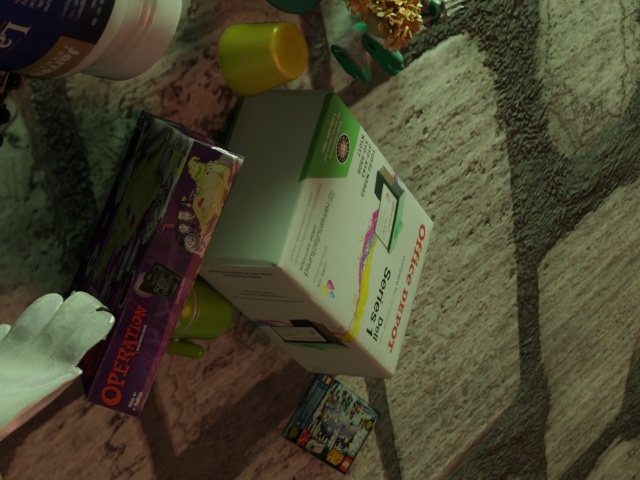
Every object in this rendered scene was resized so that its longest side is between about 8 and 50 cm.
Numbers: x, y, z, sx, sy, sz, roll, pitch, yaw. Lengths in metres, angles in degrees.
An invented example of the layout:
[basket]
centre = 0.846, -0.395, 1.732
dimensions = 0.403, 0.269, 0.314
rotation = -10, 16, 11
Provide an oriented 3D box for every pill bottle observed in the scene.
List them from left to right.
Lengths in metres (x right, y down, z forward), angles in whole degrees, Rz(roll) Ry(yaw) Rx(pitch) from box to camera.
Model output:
[pill bottle]
centre = -0.240, -0.206, 1.023
dimensions = 0.264, 0.153, 0.153
rotation = 8, 103, -51

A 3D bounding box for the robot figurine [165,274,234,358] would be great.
[robot figurine]
centre = -0.135, 0.067, 1.374
dimensions = 0.115, 0.067, 0.101
rotation = 10, 93, -53

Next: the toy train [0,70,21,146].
[toy train]
centre = -0.284, -0.102, 1.136
dimensions = 0.036, 0.027, 0.158
rotation = 13, 101, -42

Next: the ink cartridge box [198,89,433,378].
[ink cartridge box]
centre = 0.000, 0.000, 1.415
dimensions = 0.278, 0.117, 0.201
rotation = 47, 53, -51

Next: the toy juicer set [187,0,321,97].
[toy juicer set]
centre = -0.045, -0.311, 1.272
dimensions = 0.209, 0.089, 0.329
rotation = 52, 51, -32

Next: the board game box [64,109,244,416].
[board game box]
centre = -0.150, 0.002, 1.128
dimensions = 0.056, 0.347, 0.208
rotation = 17, 94, -15

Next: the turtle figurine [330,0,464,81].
[turtle figurine]
centre = 0.114, -0.278, 1.450
dimensions = 0.234, 0.118, 0.175
rotation = -51, -178, -16

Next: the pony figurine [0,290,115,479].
[pony figurine]
centre = -0.354, 0.131, 1.007
dimensions = 0.351, 0.303, 0.363
rotation = -45, 157, -24

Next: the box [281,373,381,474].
[box]
centre = 0.016, 0.230, 1.681
dimensions = 0.094, 0.027, 0.137
rotation = -58, 143, -7

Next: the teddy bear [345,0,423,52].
[teddy bear]
centre = 0.072, -0.348, 1.261
dimensions = 0.245, 0.113, 0.338
rotation = 46, 53, -39
